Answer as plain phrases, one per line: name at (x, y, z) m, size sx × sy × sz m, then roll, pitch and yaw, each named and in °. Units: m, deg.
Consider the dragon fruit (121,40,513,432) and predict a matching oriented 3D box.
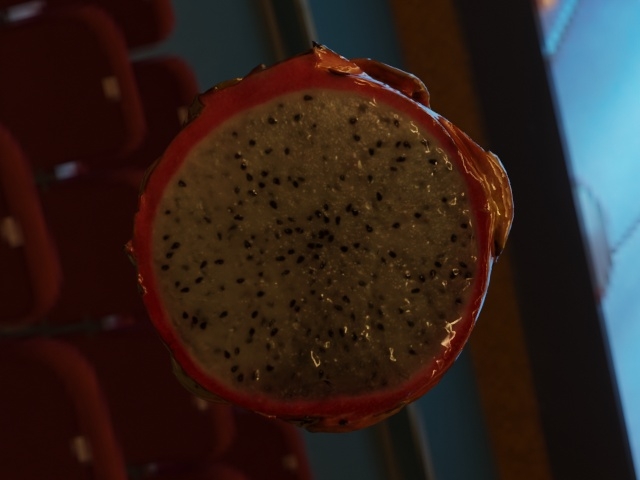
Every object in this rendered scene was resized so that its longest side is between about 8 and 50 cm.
dragon fruit at (0.000, 0.000, 1.559) m, size 0.226 × 0.305 × 0.305 m, roll 26°, pitch 52°, yaw -88°
